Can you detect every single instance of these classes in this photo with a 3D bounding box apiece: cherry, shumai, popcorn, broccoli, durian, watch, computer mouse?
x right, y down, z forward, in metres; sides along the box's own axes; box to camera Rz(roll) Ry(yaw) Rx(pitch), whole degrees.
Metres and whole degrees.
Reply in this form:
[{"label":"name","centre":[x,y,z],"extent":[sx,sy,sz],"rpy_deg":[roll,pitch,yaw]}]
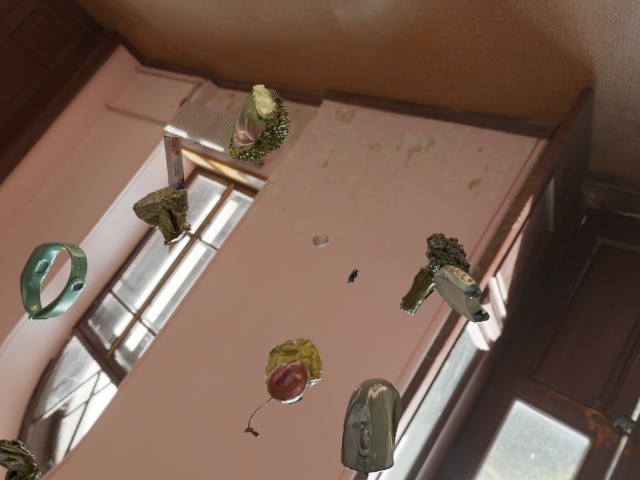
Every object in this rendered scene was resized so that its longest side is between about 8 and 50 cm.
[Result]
[{"label":"cherry","centre":[-0.110,0.412,1.136],"extent":[0.090,0.225,0.107],"rpy_deg":[31,177,40]},{"label":"shumai","centre":[-0.649,-0.107,1.835],"extent":[0.260,0.225,0.221],"rpy_deg":[-100,-7,-63]},{"label":"popcorn","centre":[-0.130,0.573,1.960],"extent":[0.236,0.293,0.293],"rpy_deg":[65,170,5]},{"label":"broccoli","centre":[0.338,0.123,1.357],"extent":[0.146,0.303,0.164],"rpy_deg":[14,-144,-17]},{"label":"durian","centre":[-0.112,-0.215,0.843],"extent":[0.096,0.137,0.220],"rpy_deg":[24,-153,-22]},{"label":"watch","centre":[-0.762,0.114,1.229],"extent":[0.195,0.237,0.068],"rpy_deg":[34,-176,22]},{"label":"computer mouse","centre":[0.169,0.612,1.470],"extent":[0.189,0.370,0.121],"rpy_deg":[-9,126,21]}]

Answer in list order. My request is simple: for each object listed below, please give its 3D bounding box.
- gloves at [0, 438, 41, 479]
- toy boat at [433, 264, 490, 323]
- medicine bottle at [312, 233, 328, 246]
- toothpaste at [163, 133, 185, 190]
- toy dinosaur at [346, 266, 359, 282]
[{"label":"gloves","centre":[-0.775,0.614,1.100],"extent":[0.107,0.135,0.268],"rpy_deg":[8,-155,-45]},{"label":"toy boat","centre":[0.376,0.130,1.134],"extent":[0.134,0.079,0.207],"rpy_deg":[62,175,-18]},{"label":"medicine bottle","centre":[0.000,0.000,1.838],"extent":[0.052,0.052,0.089],"rpy_deg":[31,-170,14]},{"label":"toothpaste","centre":[-0.511,-0.271,1.513],"extent":[0.040,0.047,0.196],"rpy_deg":[26,123,40]},{"label":"toy dinosaur","centre":[0.148,0.165,1.987],"extent":[0.031,0.083,0.047],"rpy_deg":[32,-174,1]}]
